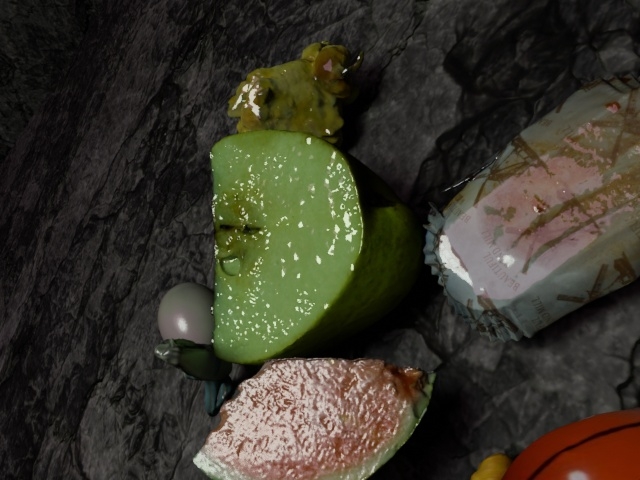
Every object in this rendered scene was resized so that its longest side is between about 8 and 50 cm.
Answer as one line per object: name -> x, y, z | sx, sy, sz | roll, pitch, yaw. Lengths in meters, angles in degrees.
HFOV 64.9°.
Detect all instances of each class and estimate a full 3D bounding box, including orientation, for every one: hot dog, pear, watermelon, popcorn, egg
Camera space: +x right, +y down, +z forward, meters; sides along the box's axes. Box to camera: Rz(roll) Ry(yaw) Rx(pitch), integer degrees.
hot dog -> 0.217, -0.026, 0.446 | 0.270, 0.081, 0.163 | -38, 62, 16
pear -> 0.000, 0.000, 0.594 | 0.292, 0.159, 0.293 | -6, 81, 39
watermelon -> 0.007, 0.195, 0.519 | 0.230, 0.146, 0.129 | -3, 70, 15
popcorn -> -0.025, -0.181, 0.719 | 0.195, 0.173, 0.169 | -31, 87, 0
egg -> -0.196, 0.125, 0.778 | 0.103, 0.103, 0.135 | -49, 49, 17

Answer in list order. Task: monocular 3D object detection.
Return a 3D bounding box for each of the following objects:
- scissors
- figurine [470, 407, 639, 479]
scissors -> -0.142, 0.150, 0.622 | 0.041, 0.289, 0.138 | 8, 73, 4
figurine -> 0.228, 0.196, 0.256 | 0.322, 0.196, 0.320 | -21, 64, 26
